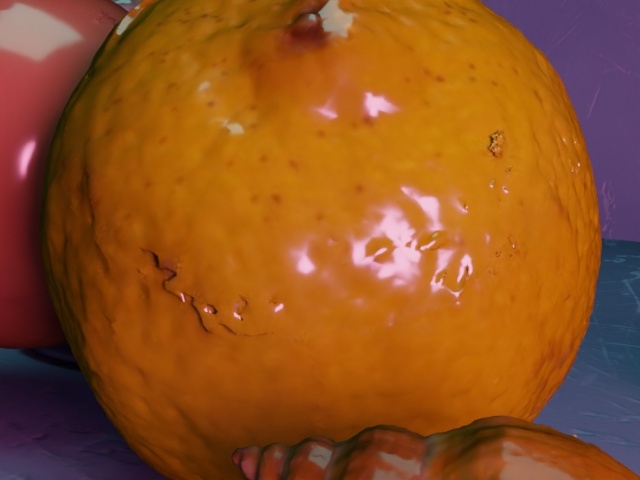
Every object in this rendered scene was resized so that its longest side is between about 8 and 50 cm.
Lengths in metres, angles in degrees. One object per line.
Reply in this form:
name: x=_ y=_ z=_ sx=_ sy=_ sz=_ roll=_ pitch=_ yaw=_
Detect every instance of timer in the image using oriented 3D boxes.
timer: x=-0.189 y=-0.049 z=0.670 sx=0.214 sy=0.230 sz=0.229 roll=16 pitch=11 yaw=34

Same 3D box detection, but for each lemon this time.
lemon: x=0.000 y=-0.001 z=0.529 sx=0.293 sy=0.293 sz=0.293 roll=4 pitch=6 yaw=0

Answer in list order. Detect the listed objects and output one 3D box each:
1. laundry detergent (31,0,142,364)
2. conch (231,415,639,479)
laundry detergent: x=-0.161 y=-0.053 z=0.828 sx=0.143 sy=0.290 sz=0.094 roll=6 pitch=6 yaw=36
conch: x=0.118 y=0.131 z=0.304 sx=0.330 sy=0.093 sz=0.109 roll=27 pitch=-6 yaw=15
